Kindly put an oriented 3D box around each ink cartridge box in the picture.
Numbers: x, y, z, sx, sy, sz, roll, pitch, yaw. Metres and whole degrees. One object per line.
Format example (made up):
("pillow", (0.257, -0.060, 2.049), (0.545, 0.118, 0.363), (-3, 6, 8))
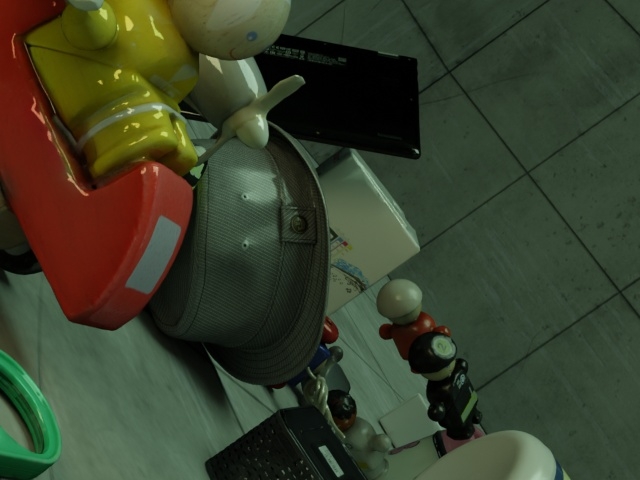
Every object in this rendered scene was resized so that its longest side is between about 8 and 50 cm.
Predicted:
("ink cartridge box", (0.000, 0.000, 1.886), (0.168, 0.233, 0.171), (54, 6, -7))

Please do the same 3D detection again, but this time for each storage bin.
("storage bin", (-0.020, 0.225, 1.224), (0.122, 0.084, 0.180), (56, 6, 11))

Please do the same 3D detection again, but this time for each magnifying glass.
("magnifying glass", (-0.198, 0.112, 0.766), (0.092, 0.026, 0.231), (54, 7, -4))

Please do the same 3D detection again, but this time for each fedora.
("fedora", (-0.106, 0.009, 1.327), (0.124, 0.275, 0.244), (3, 0, -40))

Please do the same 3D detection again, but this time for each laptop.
("laptop", (-0.073, -0.161, 1.856), (0.408, 0.382, 0.236), (-86, -173, -56))

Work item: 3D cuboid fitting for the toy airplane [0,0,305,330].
("toy airplane", (-0.153, -0.179, 0.972), (0.386, 0.272, 0.384), (-74, 151, -57))

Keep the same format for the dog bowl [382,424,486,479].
("dog bowl", (0.235, 0.421, 1.780), (0.408, 0.150, 0.408), (54, 6, -8))

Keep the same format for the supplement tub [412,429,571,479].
("supplement tub", (0.230, 0.399, 1.459), (0.325, 0.235, 0.235), (53, 6, -10))

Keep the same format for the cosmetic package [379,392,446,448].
("cosmetic package", (0.195, 0.363, 2.099), (0.231, 0.085, 0.117), (59, 7, 28))

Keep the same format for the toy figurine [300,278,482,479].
("toy figurine", (0.073, 0.169, 1.639), (0.213, 0.209, 0.148), (-115, 179, -57))

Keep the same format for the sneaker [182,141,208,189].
("sneaker", (-0.229, -0.141, 1.330), (0.384, 0.147, 0.145), (55, 8, 31))

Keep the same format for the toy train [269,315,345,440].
("toy train", (-0.055, 0.113, 1.532), (0.143, 0.105, 0.248), (33, 19, -44))
